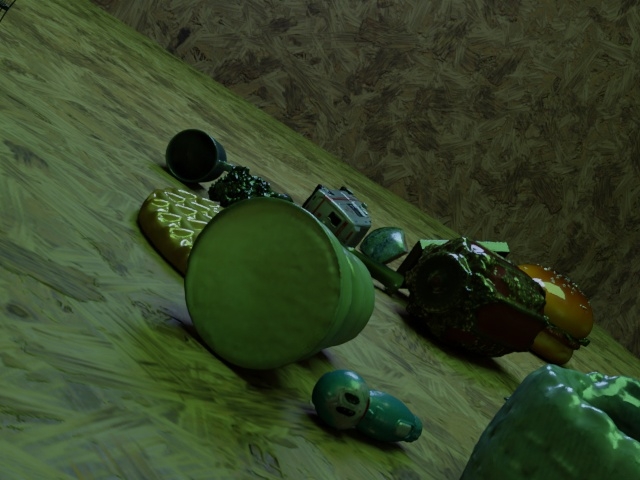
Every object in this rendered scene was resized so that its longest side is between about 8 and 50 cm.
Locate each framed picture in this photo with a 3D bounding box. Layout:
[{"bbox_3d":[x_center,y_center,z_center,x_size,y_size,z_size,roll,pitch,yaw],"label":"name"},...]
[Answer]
[{"bbox_3d":[0.222,0.044,1.518,0.168,0.128,0.023,2,56,-20],"label":"framed picture"}]

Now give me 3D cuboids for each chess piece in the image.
[{"bbox_3d":[-0.015,0.047,0.849,0.144,0.144,0.251,37,5,17],"label":"chess piece"}]

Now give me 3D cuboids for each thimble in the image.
[{"bbox_3d":[0.227,0.209,0.719,0.205,0.172,0.250,29,12,-18],"label":"thimble"}]

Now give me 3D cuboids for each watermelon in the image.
[{"bbox_3d":[0.127,0.020,1.688,0.072,0.084,0.092,52,38,-29],"label":"watermelon"}]

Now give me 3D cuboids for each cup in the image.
[{"bbox_3d":[-0.168,-0.117,1.295,0.100,0.078,0.077,21,3,8],"label":"cup"}]

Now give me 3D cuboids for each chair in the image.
[{"bbox_3d":[-0.529,-0.396,1.456,0.037,0.086,0.042,27,17,-46],"label":"chair"}]

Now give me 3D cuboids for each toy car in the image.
[{"bbox_3d":[0.035,-0.032,1.538,0.108,0.089,0.210,37,12,14],"label":"toy car"}]

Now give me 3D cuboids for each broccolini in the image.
[{"bbox_3d":[-0.004,0.003,1.343,0.392,0.074,0.079,29,-31,-33],"label":"broccolini"}]

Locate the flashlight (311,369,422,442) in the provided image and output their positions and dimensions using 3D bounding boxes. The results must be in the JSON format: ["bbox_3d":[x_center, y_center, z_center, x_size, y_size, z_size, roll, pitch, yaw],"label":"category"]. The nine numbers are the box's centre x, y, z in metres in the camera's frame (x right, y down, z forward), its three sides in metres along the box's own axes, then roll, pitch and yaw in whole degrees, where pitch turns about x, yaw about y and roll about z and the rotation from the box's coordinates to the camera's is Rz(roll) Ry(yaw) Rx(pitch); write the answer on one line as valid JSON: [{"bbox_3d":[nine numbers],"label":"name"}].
[{"bbox_3d":[0.044,0.150,0.779,0.129,0.051,0.051,30,10,-44],"label":"flashlight"}]

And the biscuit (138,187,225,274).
[{"bbox_3d":[-0.106,0.003,1.027,0.204,0.040,0.309,37,9,18],"label":"biscuit"}]

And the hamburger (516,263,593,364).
[{"bbox_3d":[0.490,0.148,1.934,0.246,0.170,0.246,31,12,-7],"label":"hamburger"}]

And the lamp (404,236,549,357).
[{"bbox_3d":[0.251,0.096,1.414,0.274,0.177,0.177,21,16,-49],"label":"lamp"}]
